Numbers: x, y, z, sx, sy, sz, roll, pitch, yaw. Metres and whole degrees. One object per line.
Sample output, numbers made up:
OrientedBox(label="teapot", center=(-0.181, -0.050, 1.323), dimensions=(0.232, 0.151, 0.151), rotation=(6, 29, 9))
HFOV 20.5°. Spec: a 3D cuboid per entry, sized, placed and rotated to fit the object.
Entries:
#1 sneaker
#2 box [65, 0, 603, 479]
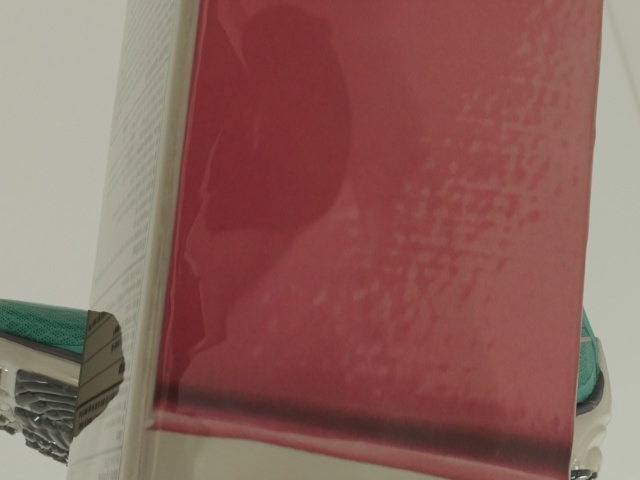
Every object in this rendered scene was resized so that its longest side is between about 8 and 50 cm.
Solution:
OrientedBox(label="sneaker", center=(-0.017, 0.050, 0.737), dimensions=(0.275, 0.110, 0.107), rotation=(5, 156, -7))
OrientedBox(label="box", center=(0.000, 0.000, 0.551), dimensions=(0.127, 0.232, 0.148), rotation=(8, 169, -14))
